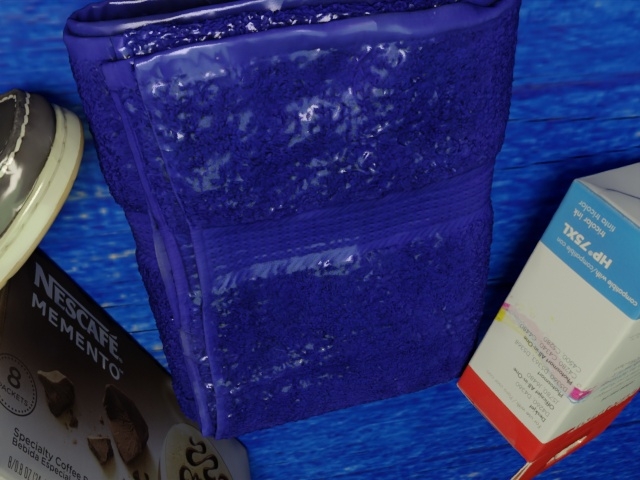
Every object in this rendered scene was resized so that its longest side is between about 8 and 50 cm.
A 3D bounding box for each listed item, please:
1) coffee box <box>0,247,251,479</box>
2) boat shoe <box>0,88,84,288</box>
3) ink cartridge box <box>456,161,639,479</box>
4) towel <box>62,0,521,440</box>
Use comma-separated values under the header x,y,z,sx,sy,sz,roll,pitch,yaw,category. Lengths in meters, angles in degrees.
x,y,z,sx,sy,sz,roll,pitch,yaw,category
-0.157,0.158,0.490,0.119,0.168,0.297,-25,131,8,coffee box
-0.246,0.007,0.381,0.285,0.102,0.092,-28,136,19,boat shoe
0.184,0.061,0.516,0.134,0.078,0.231,-14,138,-37,ink cartridge box
0.000,0.000,0.450,0.228,0.076,0.308,-9,132,-5,towel
